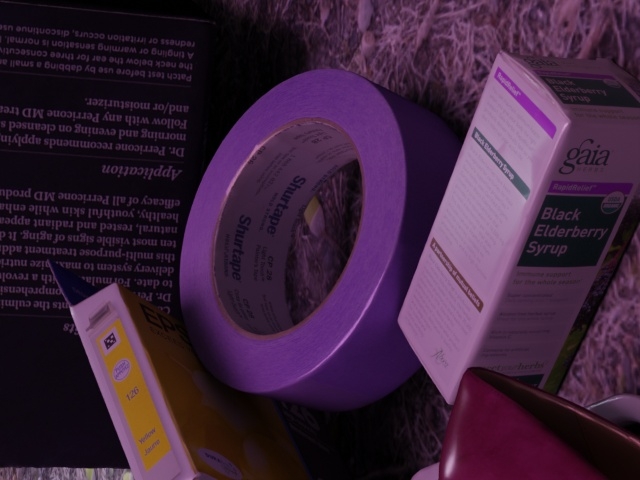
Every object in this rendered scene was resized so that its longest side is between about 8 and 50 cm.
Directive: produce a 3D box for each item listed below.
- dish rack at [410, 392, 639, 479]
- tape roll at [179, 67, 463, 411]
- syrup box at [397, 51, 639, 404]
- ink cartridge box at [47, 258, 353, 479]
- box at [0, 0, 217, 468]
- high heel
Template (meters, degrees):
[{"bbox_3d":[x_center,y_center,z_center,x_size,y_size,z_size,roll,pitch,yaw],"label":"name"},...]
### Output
[{"bbox_3d":[0.179,0.267,0.865,0.333,0.072,0.286,-39,56,57],"label":"dish rack"},{"bbox_3d":[0.000,0.000,1.084,0.274,0.090,0.275,-21,60,42],"label":"tape roll"},{"bbox_3d":[0.144,-0.006,0.899,0.096,0.093,0.237,59,140,45],"label":"syrup box"},{"bbox_3d":[-0.082,0.158,1.150,0.072,0.303,0.307,-40,47,13],"label":"ink cartridge box"},{"bbox_3d":[-0.307,-0.058,1.456,0.480,0.297,0.472,-127,43,-69],"label":"box"},{"bbox_3d":[0.217,0.128,0.654,0.377,0.127,0.181,-13,72,34],"label":"high heel"}]
